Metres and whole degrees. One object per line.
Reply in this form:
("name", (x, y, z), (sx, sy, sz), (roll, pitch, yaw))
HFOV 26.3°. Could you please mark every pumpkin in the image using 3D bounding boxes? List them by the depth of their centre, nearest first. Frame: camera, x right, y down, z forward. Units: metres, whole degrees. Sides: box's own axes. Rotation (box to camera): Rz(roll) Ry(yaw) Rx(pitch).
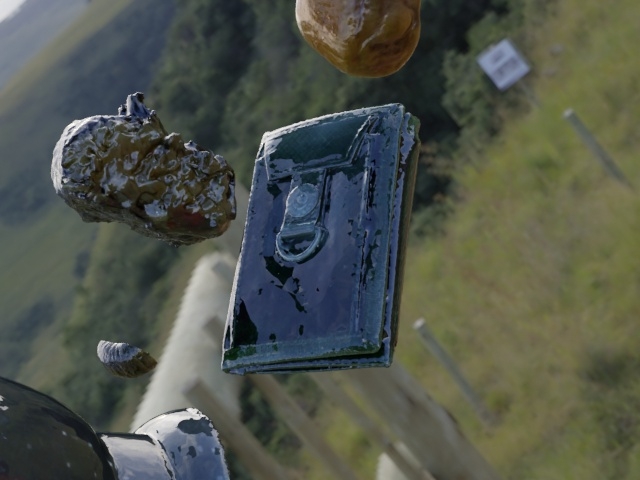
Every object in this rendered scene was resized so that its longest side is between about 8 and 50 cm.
("pumpkin", (-0.216, 0.133, 1.493), (0.083, 0.050, 0.028), (-11, 43, 46))

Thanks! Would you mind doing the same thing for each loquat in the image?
("loquat", (0.043, -0.232, 1.368), (0.113, 0.137, 0.137), (-12, -12, -41))

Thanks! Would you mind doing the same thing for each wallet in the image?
("wallet", (-0.001, -0.001, 1.157), (0.160, 0.055, 0.236), (-8, 57, 29))

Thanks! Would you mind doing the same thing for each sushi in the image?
("sushi", (-0.196, -0.081, 1.573), (0.115, 0.212, 0.147), (-24, 46, 63))

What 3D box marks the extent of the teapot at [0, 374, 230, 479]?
("teapot", (-0.185, 0.207, 0.811), (0.305, 0.285, 0.223), (-60, 35, 35))
